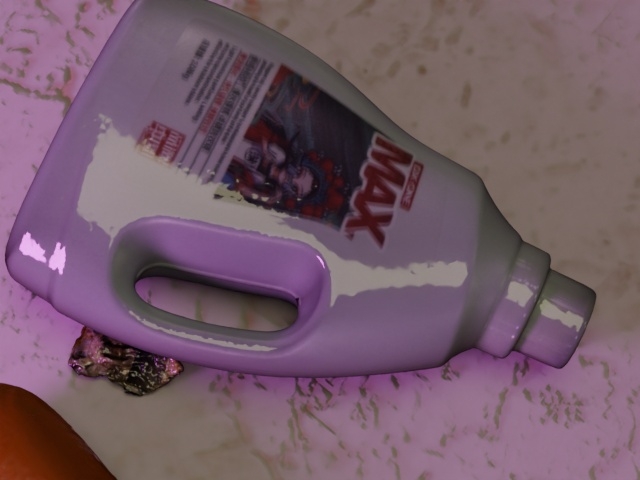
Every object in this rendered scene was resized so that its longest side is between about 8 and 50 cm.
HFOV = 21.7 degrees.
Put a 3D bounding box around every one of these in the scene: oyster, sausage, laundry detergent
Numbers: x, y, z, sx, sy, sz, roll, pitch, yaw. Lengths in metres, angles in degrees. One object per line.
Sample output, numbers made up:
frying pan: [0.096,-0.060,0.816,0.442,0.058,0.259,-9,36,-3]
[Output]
oyster: [-0.139,0.083,1.213,0.083,0.019,0.054,19,66,2]
sausage: [-0.161,0.211,1.114,0.105,0.105,0.274,-39,76,-20]
laundry detergent: [0.000,0.000,1.213,0.397,0.125,0.264,25,65,2]
